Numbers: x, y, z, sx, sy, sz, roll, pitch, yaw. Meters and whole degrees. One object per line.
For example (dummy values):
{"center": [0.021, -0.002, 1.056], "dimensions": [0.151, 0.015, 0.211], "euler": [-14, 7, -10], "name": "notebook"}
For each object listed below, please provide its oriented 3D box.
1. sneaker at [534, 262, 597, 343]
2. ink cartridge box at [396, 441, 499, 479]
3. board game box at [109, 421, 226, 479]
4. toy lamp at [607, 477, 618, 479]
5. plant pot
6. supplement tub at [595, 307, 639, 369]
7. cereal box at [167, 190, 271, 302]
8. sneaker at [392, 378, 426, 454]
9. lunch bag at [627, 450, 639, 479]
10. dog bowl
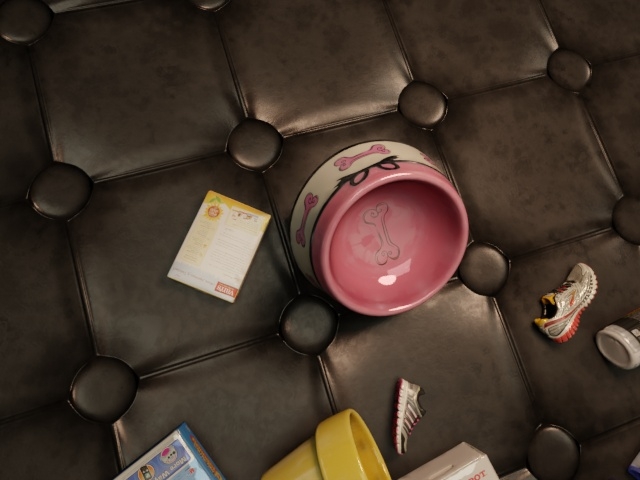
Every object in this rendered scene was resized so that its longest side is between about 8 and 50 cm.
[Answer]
{"center": [0.647, 0.153, 1.105], "dimensions": [0.093, 0.088, 0.225], "euler": [32, 77, 2], "name": "sneaker"}
{"center": [0.333, 0.652, 0.951], "dimensions": [0.211, 0.121, 0.289], "euler": [-24, 82, -11], "name": "ink cartridge box"}
{"center": [-0.340, 0.620, 0.897], "dimensions": [0.308, 0.086, 0.302], "euler": [-36, 85, -12], "name": "board game box"}
{"center": [0.611, 0.658, 1.009], "dimensions": [0.275, 0.080, 0.080], "euler": [-12, 81, -10], "name": "toy lamp"}
{"center": [0.013, 0.528, 0.888], "dimensions": [0.239, 0.254, 0.254], "euler": [-28, 83, 4], "name": "plant pot"}
{"center": [0.840, 0.246, 1.095], "dimensions": [0.190, 0.117, 0.117], "euler": [-23, 82, -10], "name": "supplement tub"}
{"center": [-0.248, 0.016, 1.046], "dimensions": [0.173, 0.047, 0.240], "euler": [23, 78, -2], "name": "cereal box"}
{"center": [0.217, 0.427, 1.012], "dimensions": [0.075, 0.063, 0.170], "euler": [9, 73, 1], "name": "sneaker"}
{"center": [1.027, 0.587, 0.979], "dimensions": [0.328, 0.239, 0.385], "euler": [-41, 82, -12], "name": "lunch bag"}
{"center": [0.143, -0.009, 0.940], "dimensions": [0.408, 0.150, 0.407], "euler": [-7, 116, -15], "name": "dog bowl"}
